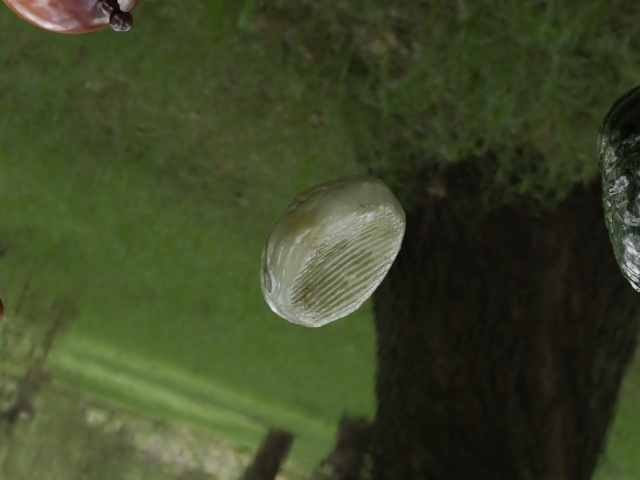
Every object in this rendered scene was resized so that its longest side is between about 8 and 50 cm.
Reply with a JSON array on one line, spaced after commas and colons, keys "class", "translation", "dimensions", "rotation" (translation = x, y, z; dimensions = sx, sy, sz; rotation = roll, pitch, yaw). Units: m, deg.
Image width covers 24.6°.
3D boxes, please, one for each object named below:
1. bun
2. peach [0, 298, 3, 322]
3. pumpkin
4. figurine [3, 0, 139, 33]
[{"class": "bun", "translation": [0.000, 0.000, 1.554], "dimensions": [0.102, 0.183, 0.183], "rotation": [41, -176, 32]}, {"class": "peach", "translation": [-0.446, 0.085, 1.823], "dimensions": [0.100, 0.101, 0.101], "rotation": [19, 171, 3]}, {"class": "pumpkin", "translation": [0.328, -0.044, 1.288], "dimensions": [0.161, 0.221, 0.220], "rotation": [-10, 168, 3]}, {"class": "figurine", "translation": [-0.351, -0.366, 1.848], "dimensions": [0.323, 0.196, 0.320], "rotation": [12, 171, 25]}]
